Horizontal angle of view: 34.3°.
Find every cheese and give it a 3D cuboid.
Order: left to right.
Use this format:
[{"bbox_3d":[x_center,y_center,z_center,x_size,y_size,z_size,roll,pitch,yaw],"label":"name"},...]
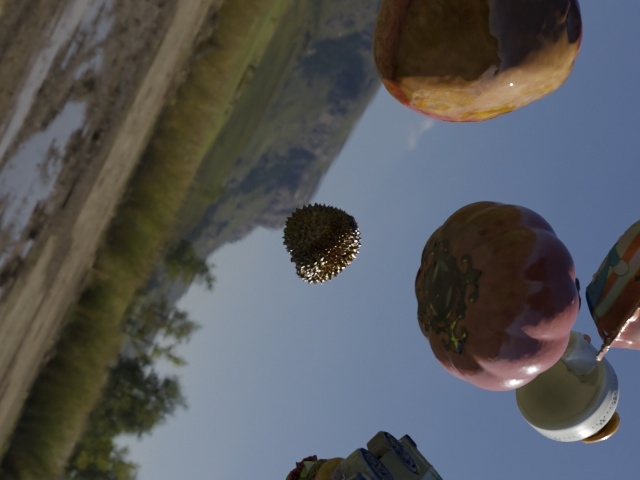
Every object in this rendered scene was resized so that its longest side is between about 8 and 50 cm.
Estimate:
[{"bbox_3d":[0.451,0.019,1.332,0.329,0.129,0.217,-52,165,-10],"label":"cheese"}]

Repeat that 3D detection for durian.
[{"bbox_3d":[0.000,0.000,2.051,0.168,0.158,0.137,-34,-144,13],"label":"durian"}]

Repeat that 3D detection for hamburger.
[{"bbox_3d":[0.022,0.515,2.093,0.137,0.175,0.175,-23,-146,39],"label":"hamburger"}]

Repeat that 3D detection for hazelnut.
[{"bbox_3d":[0.134,-0.183,0.865,0.182,0.182,0.182,-62,-173,14],"label":"hazelnut"}]

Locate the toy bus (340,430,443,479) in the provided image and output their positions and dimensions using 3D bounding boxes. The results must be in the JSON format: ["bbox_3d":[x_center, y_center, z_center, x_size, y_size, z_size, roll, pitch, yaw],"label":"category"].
[{"bbox_3d":[0.064,0.306,1.031,0.143,0.179,0.305,-44,169,7],"label":"toy bus"}]

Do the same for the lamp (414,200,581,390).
[{"bbox_3d":[0.291,0.087,1.653,0.305,0.240,0.305,-7,-98,62],"label":"lamp"}]

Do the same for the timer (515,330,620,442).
[{"bbox_3d":[0.549,0.327,2.338,0.234,0.240,0.233,-24,-135,27],"label":"timer"}]
